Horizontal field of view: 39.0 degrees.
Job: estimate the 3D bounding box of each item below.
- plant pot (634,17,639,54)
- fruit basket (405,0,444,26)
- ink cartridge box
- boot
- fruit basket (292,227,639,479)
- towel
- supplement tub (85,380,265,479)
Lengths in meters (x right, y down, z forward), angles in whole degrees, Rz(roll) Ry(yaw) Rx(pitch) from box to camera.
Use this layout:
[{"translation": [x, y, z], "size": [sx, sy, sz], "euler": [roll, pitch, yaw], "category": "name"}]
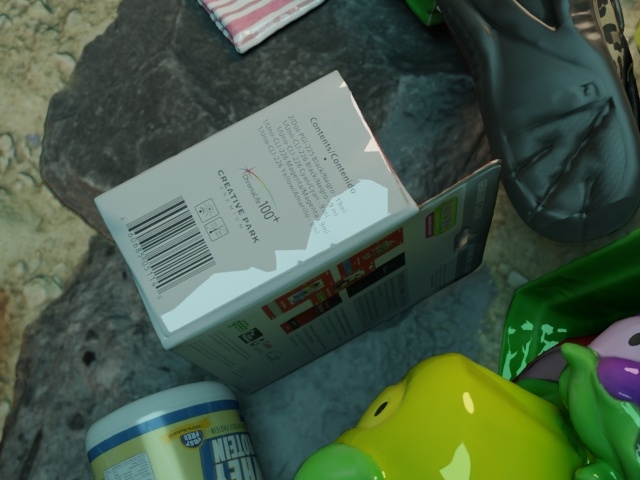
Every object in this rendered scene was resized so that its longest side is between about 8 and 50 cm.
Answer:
[{"translation": [0.468, -0.045, 0.687], "size": [0.366, 0.366, 0.353], "euler": [-24, 114, 0], "category": "plant pot"}, {"translation": [0.194, -0.404, 0.942], "size": [0.353, 0.165, 0.327], "euler": [-34, 75, -8], "category": "fruit basket"}, {"translation": [0.000, 0.000, 0.775], "size": [0.272, 0.309, 0.130], "euler": [-28, 73, -2], "category": "ink cartridge box"}, {"translation": [0.204, -0.175, 0.794], "size": [0.138, 0.284, 0.377], "euler": [-18, 80, 20], "category": "boot"}, {"translation": [0.167, 0.140, 0.687], "size": [0.392, 0.392, 0.283], "euler": [9, 76, 9], "category": "fruit basket"}, {"translation": [-0.086, -0.319, 1.020], "size": [0.144, 0.029, 0.197], "euler": [-36, 74, -3], "category": "towel"}, {"translation": [-0.116, 0.241, 0.807], "size": [0.144, 0.144, 0.200], "euler": [-22, 73, 0], "category": "supplement tub"}]
